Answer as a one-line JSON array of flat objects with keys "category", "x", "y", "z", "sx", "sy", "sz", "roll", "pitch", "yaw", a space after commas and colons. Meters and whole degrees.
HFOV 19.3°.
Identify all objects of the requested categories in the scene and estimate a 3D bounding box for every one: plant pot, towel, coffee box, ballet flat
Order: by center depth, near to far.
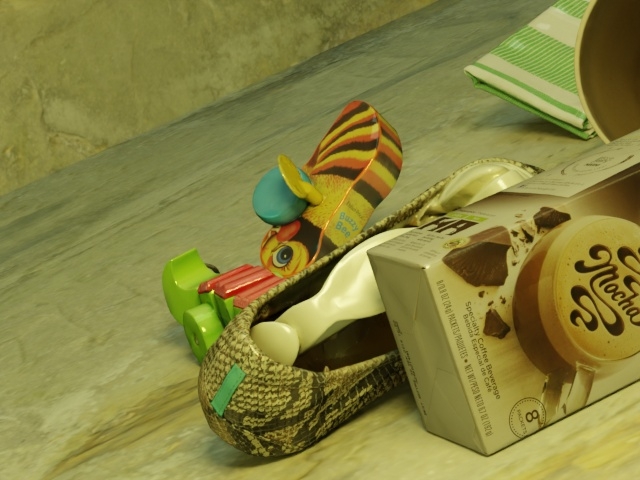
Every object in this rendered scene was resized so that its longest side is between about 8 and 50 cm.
[{"category": "coffee box", "x": 0.210, "y": 0.032, "z": 1.550, "sx": 0.297, "sy": 0.168, "sz": 0.119, "roll": -24, "pitch": 15, "yaw": -19}, {"category": "ballet flat", "x": 0.099, "y": 0.028, "z": 1.690, "sx": 0.482, "sy": 0.164, "sz": 0.182, "roll": -30, "pitch": -20, "yaw": -32}, {"category": "plant pot", "x": 0.410, "y": -0.185, "z": 2.045, "sx": 0.256, "sy": 0.257, "sz": 0.274, "roll": -17, "pitch": -3, "yaw": 10}, {"category": "towel", "x": 0.377, "y": -0.272, "z": 2.479, "sx": 0.325, "sy": 0.038, "sz": 0.248, "roll": -39, "pitch": 41, "yaw": -19}]

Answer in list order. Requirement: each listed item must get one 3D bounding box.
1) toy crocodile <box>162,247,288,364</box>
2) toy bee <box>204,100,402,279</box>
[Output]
[{"category": "toy crocodile", "x": -0.064, "y": 0.072, "z": 1.895, "sx": 0.115, "sy": 0.105, "sz": 0.340, "roll": -24, "pitch": 15, "yaw": -19}, {"category": "toy bee", "x": 0.000, "y": 0.000, "z": 2.058, "sx": 0.195, "sy": 0.298, "sz": 0.162, "roll": 13, "pitch": 21, "yaw": -41}]
